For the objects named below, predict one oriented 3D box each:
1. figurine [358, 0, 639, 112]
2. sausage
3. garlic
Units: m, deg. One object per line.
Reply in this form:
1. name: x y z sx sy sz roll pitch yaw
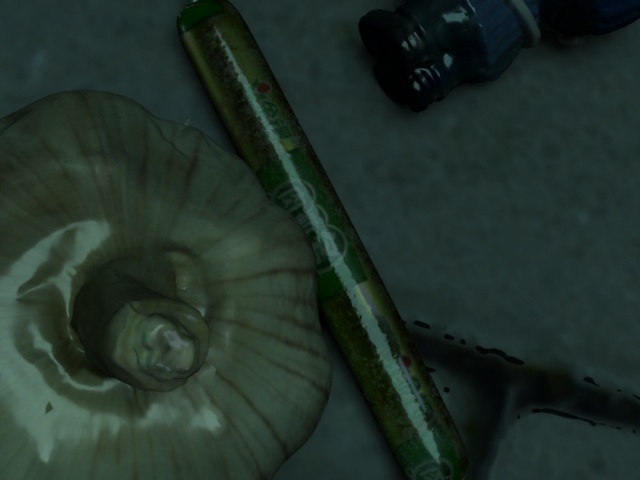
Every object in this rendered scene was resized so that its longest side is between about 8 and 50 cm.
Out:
1. figurine: 0.093 -0.121 0.562 0.149 0.087 0.086 -33 123 -14
2. sausage: 0.000 0.000 0.540 0.032 0.033 0.269 -26 84 -14
3. garlic: -0.084 0.031 0.421 0.199 0.226 0.199 2 83 -13
